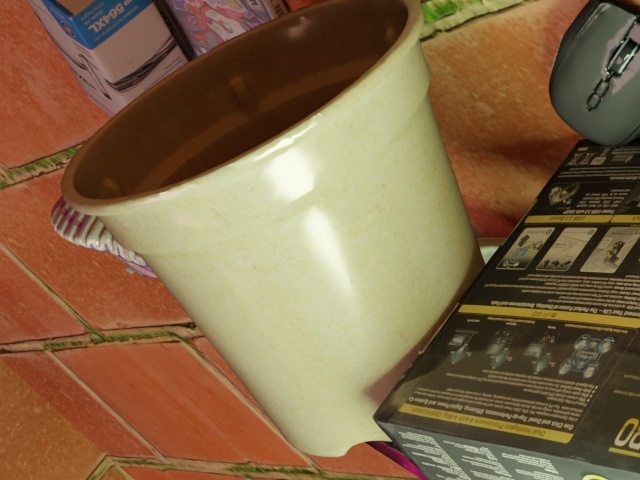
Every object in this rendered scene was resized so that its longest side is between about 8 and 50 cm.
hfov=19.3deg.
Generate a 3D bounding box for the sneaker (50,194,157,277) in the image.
[{"bbox_3d":[-0.253,-0.004,2.454,0.236,0.095,0.104,21,161,37],"label":"sneaker"}]

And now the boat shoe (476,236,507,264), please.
[{"bbox_3d":[0.252,0.060,1.659,0.367,0.136,0.156,25,156,28],"label":"boat shoe"}]

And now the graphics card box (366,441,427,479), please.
[{"bbox_3d":[0.161,0.221,2.208,0.371,0.094,0.233,32,159,20],"label":"graphics card box"}]

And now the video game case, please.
[{"bbox_3d":[-0.097,-0.217,1.831,0.201,0.023,0.183,22,154,38],"label":"video game case"}]

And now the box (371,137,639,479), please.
[{"bbox_3d":[0.257,0.059,1.387,0.097,0.318,0.395,49,157,-24],"label":"box"}]

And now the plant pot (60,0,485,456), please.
[{"bbox_3d":[0.000,0.000,1.600,0.334,0.334,0.305,6,130,56],"label":"plant pot"}]

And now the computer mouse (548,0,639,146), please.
[{"bbox_3d":[0.195,-0.154,1.413,0.184,0.060,0.262,38,159,2],"label":"computer mouse"}]

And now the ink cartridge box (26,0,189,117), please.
[{"bbox_3d":[-0.215,-0.207,1.925,0.148,0.086,0.203,38,163,44],"label":"ink cartridge box"}]
